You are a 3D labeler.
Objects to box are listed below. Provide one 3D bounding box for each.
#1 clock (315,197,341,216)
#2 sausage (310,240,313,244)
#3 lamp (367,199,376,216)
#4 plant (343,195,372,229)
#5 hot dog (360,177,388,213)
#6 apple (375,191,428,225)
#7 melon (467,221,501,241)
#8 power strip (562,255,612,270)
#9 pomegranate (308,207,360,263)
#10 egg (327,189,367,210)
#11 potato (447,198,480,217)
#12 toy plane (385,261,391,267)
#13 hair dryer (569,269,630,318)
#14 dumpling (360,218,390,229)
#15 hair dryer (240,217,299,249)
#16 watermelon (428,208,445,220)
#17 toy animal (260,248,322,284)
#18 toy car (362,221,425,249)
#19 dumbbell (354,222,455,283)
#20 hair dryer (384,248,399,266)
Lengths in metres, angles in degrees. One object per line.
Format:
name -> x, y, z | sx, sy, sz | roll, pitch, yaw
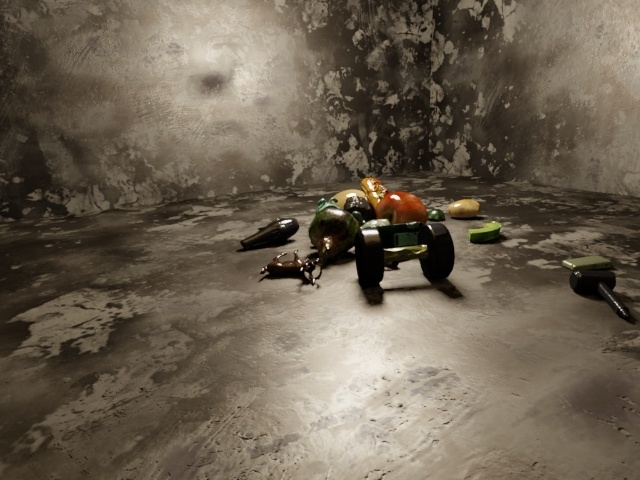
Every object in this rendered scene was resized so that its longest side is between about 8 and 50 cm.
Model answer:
clock -> 0.041, -0.129, 2.176 | 0.148, 0.188, 0.060 | -8, 17, -24
sausage -> 0.000, 0.000, 1.967 | 0.094, 0.059, 0.054 | -3, 22, -10
lamp -> 0.332, -0.210, 2.495 | 0.182, 0.140, 0.182 | -7, 14, 2
plant -> 0.182, -0.105, 2.088 | 0.147, 0.149, 0.274 | 8, 40, 1
hot dog -> 0.343, -0.225, 2.310 | 0.158, 0.117, 0.348 | 20, 34, -39
apple -> 0.403, -0.124, 2.025 | 0.241, 0.241, 0.242 | -13, 19, -37
melon -> 0.776, -0.037, 1.967 | 0.210, 0.064, 0.118 | -12, 19, -21
power strip -> 1.004, 0.086, 1.560 | 0.169, 0.028, 0.076 | -6, 16, -5
pomegranate -> 0.060, -0.008, 1.820 | 0.222, 0.276, 0.204 | -23, -35, 34
egg -> 0.151, -0.181, 2.317 | 0.245, 0.200, 0.201 | -6, 17, -7
potato -> 0.812, -0.178, 2.362 | 0.178, 0.109, 0.118 | -3, 37, 17
toy plane -> 0.239, 0.096, 1.646 | 0.083, 0.031, 0.078 | 0, 16, 13
hair dryer -> 0.860, 0.169, 1.270 | 0.114, 0.070, 0.248 | 2, 25, 12
dumpling -> 0.252, -0.018, 1.908 | 0.181, 0.155, 0.111 | -37, -22, 9
hair dryer -> -0.295, -0.035, 2.143 | 0.304, 0.120, 0.359 | -25, 14, -21
watermelon -> 0.655, -0.148, 2.363 | 0.106, 0.062, 0.105 | 2, 17, -1
toy animal -> -0.103, 0.108, 1.621 | 0.244, 0.087, 0.260 | -15, 17, 7
toy car -> 0.310, -0.007, 1.816 | 0.306, 0.136, 0.125 | -6, 8, -4
dumbbell -> 0.295, 0.046, 1.505 | 0.323, 0.203, 0.203 | -4, 16, -5
hair dryer -> 0.322, 0.067, 1.714 | 0.154, 0.053, 0.106 | -7, 21, -28
